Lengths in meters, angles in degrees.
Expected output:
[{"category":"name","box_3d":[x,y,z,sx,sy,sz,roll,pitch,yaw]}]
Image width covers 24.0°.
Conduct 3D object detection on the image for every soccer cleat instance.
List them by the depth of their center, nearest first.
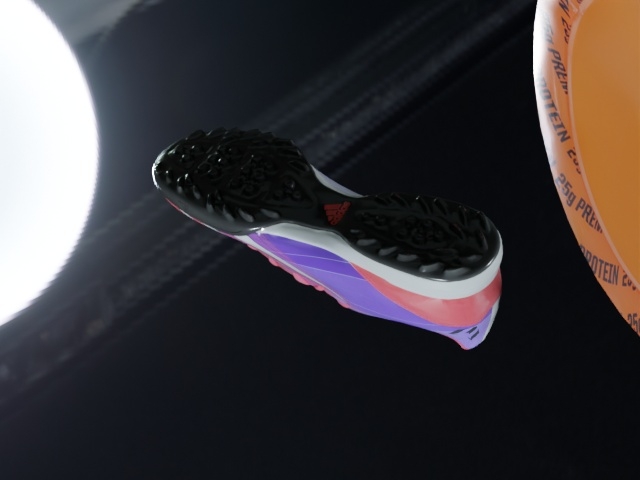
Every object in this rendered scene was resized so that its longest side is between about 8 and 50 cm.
[{"category":"soccer cleat","box_3d":[0.000,0.000,1.231,0.318,0.116,0.109,19,-129,24]}]

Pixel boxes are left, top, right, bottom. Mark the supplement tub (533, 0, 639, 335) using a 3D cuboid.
[{"category":"supplement tub","box_3d":[0.262,-0.077,0.540,0.338,0.207,0.207,-17,-120,-15]}]
